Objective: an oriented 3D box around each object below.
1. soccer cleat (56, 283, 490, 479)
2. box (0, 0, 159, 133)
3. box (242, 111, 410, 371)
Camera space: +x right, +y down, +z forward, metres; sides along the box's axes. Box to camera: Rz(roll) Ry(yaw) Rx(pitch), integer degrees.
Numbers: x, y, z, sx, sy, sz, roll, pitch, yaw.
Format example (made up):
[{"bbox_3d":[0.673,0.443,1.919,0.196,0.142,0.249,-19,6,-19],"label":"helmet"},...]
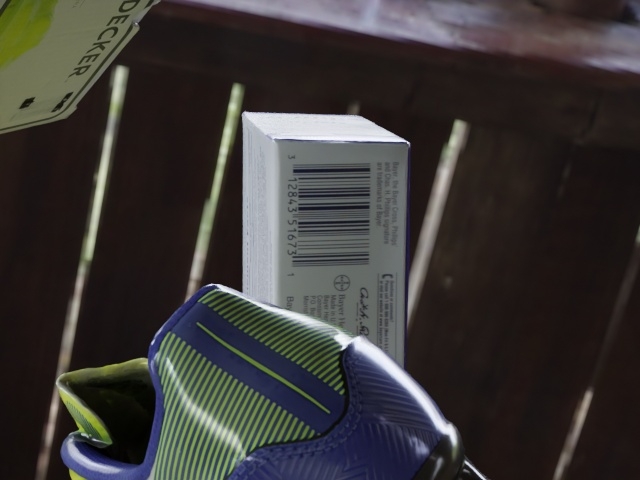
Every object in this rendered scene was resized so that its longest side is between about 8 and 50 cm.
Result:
[{"bbox_3d":[-0.044,0.089,0.551,0.121,0.289,0.093,40,61,-2],"label":"soccer cleat"},{"bbox_3d":[-0.162,-0.203,0.638,0.087,0.169,0.290,-17,74,-43],"label":"box"},{"bbox_3d":[0.000,0.000,0.850,0.072,0.126,0.137,-1,11,-9],"label":"box"}]
